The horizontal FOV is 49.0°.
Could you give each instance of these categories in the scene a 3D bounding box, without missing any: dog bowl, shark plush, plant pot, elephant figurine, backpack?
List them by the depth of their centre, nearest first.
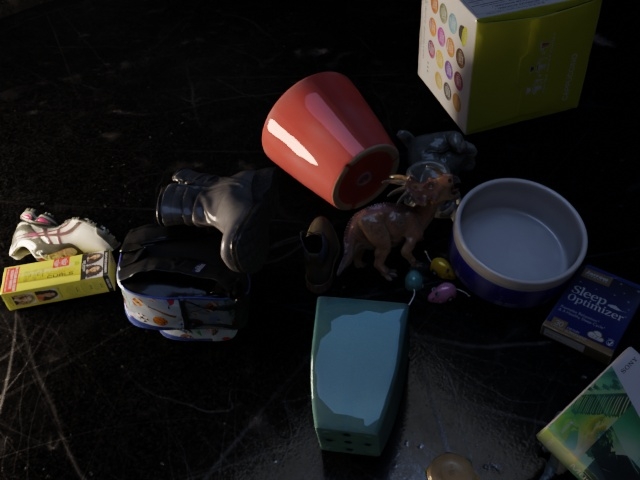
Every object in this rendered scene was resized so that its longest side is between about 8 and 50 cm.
[{"bbox_3d":[0.399,0.359,1.180,0.067,0.073,0.161,4,55,46],"label":"shark plush"},{"bbox_3d":[0.063,0.246,1.241,0.166,0.165,0.234,4,54,11],"label":"plant pot"},{"bbox_3d":[-0.269,0.073,1.415,0.264,0.213,0.276,5,38,-5],"label":"backpack"},{"bbox_3d":[0.400,0.003,1.447,0.265,0.104,0.264,1,55,-2],"label":"dog bowl"},{"bbox_3d":[0.261,-0.127,1.612,0.186,0.169,0.239,-5,53,44],"label":"elephant figurine"},{"bbox_3d":[0.038,-0.219,1.663,0.275,0.275,0.243,-28,58,-20],"label":"plant pot"}]

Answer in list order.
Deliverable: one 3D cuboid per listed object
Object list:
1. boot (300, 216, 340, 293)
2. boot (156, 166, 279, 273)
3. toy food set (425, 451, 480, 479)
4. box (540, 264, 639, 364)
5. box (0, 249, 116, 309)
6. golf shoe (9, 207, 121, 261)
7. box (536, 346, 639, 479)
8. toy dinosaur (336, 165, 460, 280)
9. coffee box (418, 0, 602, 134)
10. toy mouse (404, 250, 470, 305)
[{"bbox_3d":[0.000,0.000,1.531,0.082,0.106,0.219,-3,45,3],"label":"boot"},{"bbox_3d":[-0.207,-0.039,1.331,0.223,0.118,0.338,0,26,5],"label":"boot"},{"bbox_3d":[0.219,0.391,1.170,0.083,0.020,0.082,-18,45,-11],"label":"toy food set"},{"bbox_3d":[0.547,0.130,1.388,0.136,0.036,0.225,25,51,28],"label":"box"},{"bbox_3d":[-0.572,0.085,1.545,0.232,0.058,0.087,-10,45,-3],"label":"box"},{"bbox_3d":[-0.585,0.009,1.613,0.273,0.105,0.120,8,61,22],"label":"golf shoe"},{"bbox_3d":[0.536,0.351,1.096,0.232,0.058,0.322,-34,64,-25],"label":"box"},{"bbox_3d":[0.141,-0.040,1.472,0.296,0.200,0.127,-21,29,-13],"label":"toy dinosaur"},{"bbox_3d":[0.481,-0.535,1.856,0.338,0.337,0.334,-14,46,-9],"label":"coffee box"},{"bbox_3d":[0.229,0.088,1.469,0.143,0.031,0.161,-34,51,-25],"label":"toy mouse"}]
